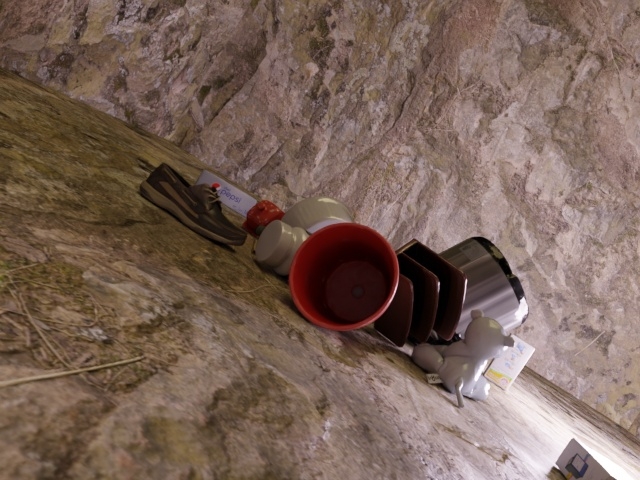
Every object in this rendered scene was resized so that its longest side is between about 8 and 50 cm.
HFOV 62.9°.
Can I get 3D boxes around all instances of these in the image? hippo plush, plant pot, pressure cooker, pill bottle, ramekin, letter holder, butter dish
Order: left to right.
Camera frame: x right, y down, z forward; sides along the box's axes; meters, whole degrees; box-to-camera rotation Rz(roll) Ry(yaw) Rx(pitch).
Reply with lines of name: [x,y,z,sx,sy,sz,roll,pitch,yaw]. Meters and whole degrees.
butter dish: [-0.221,-0.101,2.066,0.160,0.160,0.118,34,-26,35]
pill bottle: [-0.051,0.056,1.626,0.283,0.161,0.161,29,5,-31]
ramekin: [0.000,0.000,1.791,0.277,0.277,0.135,29,20,-31]
plant pot: [0.079,0.115,1.379,0.275,0.275,0.243,33,-6,20]
letter holder: [0.294,0.189,1.561,0.214,0.152,0.302,37,-37,34]
pressure cooker: [0.475,0.220,1.896,0.376,0.420,0.370,63,-2,7]
hippo plush: [0.413,0.309,1.510,0.234,0.237,0.294,35,5,32]

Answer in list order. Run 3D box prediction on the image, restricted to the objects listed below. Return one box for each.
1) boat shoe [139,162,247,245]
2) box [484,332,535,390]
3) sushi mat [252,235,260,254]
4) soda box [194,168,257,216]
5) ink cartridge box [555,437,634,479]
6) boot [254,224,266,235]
boat shoe: [-0.361,-0.110,1.538,0.355,0.130,0.132,32,5,2]
box: [0.754,0.485,2.099,0.103,0.203,0.114,34,3,18]
sushi mat: [-0.168,0.047,1.843,0.151,0.019,0.316,32,5,-9]
soda box: [-0.442,-0.223,2.452,0.286,0.098,0.091,30,5,-12]
ink cartridge box: [0.684,0.586,1.250,0.154,0.093,0.212,33,6,3]
boot: [-0.119,0.013,1.952,0.246,0.083,0.161,31,-1,-29]
